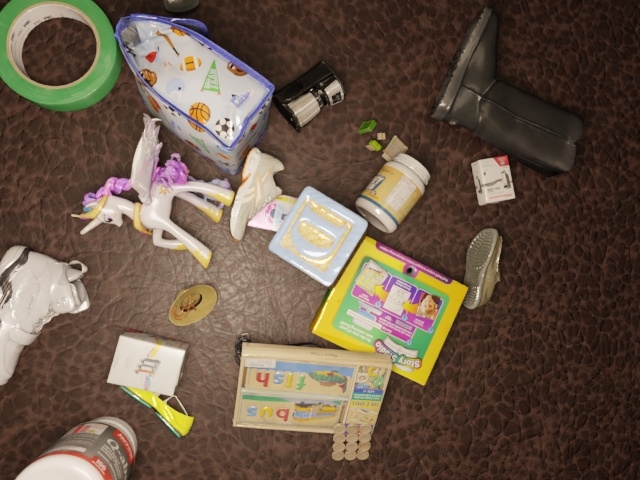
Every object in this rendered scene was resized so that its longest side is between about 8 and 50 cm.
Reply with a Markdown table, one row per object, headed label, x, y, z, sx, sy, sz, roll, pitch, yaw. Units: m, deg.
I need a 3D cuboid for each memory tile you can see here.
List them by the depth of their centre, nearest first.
| label | x | y | z | sx | sy | sz | roll | pitch | yaw |
| --- | --- | --- | --- | --- | --- | --- | --- | --- | --- |
| memory tile | 0.090 | 0.580 | 1.457 | 0.113 | 0.012 | 0.148 | 0 | 118 | -4 |

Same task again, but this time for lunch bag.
| label | x | y | z | sx | sy | sz | roll | pitch | yaw |
| --- | --- | --- | --- | --- | --- | --- | --- | --- | --- |
| lunch bag | -0.327 | -0.385 | 1.313 | 0.385 | 0.328 | 0.239 | 33 | 80 | -3 |

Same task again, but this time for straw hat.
| label | x | y | z | sx | sy | sz | roll | pitch | yaw |
| --- | --- | --- | --- | --- | --- | --- | --- | --- | --- |
| straw hat | -0.370 | 0.165 | 1.418 | 0.144 | 0.144 | 0.061 | -44 | 52 | -7 |

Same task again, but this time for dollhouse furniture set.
| label | x | y | z | sx | sy | sz | roll | pitch | yaw |
| --- | --- | --- | --- | --- | --- | --- | --- | --- | --- |
| dollhouse furniture set | 0.185 | -0.296 | 1.531 | 0.151 | 0.058 | 0.076 | 38 | 76 | -24 |

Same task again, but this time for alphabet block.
| label | x | y | z | sx | sy | sz | roll | pitch | yaw |
| --- | --- | --- | --- | --- | --- | --- | --- | --- | --- |
| alphabet block | 0.000 | 0.000 | 1.327 | 0.192 | 0.197 | 0.194 | 33 | 85 | 8 |

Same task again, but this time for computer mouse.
| label | x | y | z | sx | sy | sz | roll | pitch | yaw |
| --- | --- | --- | --- | --- | --- | --- | --- | --- | --- |
| computer mouse | -0.103 | 0.349 | 1.448 | 0.271 | 0.072 | 0.189 | -5 | 97 | 2 |

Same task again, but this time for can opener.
| label | x | y | z | sx | sy | sz | roll | pitch | yaw |
| --- | --- | --- | --- | --- | --- | --- | --- | --- | --- |
| can opener | -0.321 | -0.736 | 1.466 | 0.280 | 0.074 | 0.093 | -16 | 124 | -6 |

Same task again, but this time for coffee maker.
| label | x | y | z | sx | sy | sz | roll | pitch | yaw |
| --- | --- | --- | --- | --- | --- | --- | --- | --- | --- |
| coffee maker | -0.043 | -0.431 | 1.457 | 0.178 | 0.120 | 0.171 | -37 | 92 | -8 |

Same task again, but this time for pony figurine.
| label | x | y | z | sx | sy | sz | roll | pitch | yaw |
| --- | --- | --- | --- | --- | --- | --- | --- | --- | --- |
| pony figurine | -0.427 | -0.132 | 1.342 | 0.363 | 0.303 | 0.351 | 20 | 95 | -20 |

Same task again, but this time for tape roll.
| label | x | y | z | sx | sy | sz | roll | pitch | yaw |
| --- | --- | --- | --- | --- | --- | --- | --- | --- | --- |
| tape roll | -0.720 | -0.523 | 1.393 | 0.320 | 0.077 | 0.322 | 0 | 87 | -8 |

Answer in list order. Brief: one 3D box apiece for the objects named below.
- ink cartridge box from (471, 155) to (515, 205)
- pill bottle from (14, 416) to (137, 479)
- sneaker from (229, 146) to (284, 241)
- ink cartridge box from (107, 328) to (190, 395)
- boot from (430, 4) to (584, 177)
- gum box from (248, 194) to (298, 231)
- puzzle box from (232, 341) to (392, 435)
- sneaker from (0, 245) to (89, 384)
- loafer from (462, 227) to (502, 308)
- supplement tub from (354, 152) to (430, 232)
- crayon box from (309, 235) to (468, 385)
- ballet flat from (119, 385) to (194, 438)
| label | x | y | z | sx | sy | sz | roll | pitch | yaw |
| --- | --- | --- | --- | --- | --- | --- | --- | --- | --- |
| ink cartridge box | 0.531 | -0.184 | 1.555 | 0.099 | 0.056 | 0.136 | -11 | 89 | -9 |
| pill bottle | -0.575 | 0.565 | 1.227 | 0.210 | 0.363 | 0.211 | 0 | 88 | -7 |
| sneaker | -0.171 | -0.117 | 1.378 | 0.120 | 0.099 | 0.263 | 17 | 84 | -10 |
| ink cartridge box | -0.458 | 0.328 | 1.370 | 0.176 | 0.128 | 0.128 | 16 | 86 | -8 |
| boot | 0.602 | -0.443 | 1.528 | 0.444 | 0.146 | 0.367 | 24 | 92 | -4 |
| gum box | -0.123 | -0.077 | 1.461 | 0.188 | 0.062 | 0.107 | 12 | 87 | -7 |
| puzzle box | -0.029 | 0.417 | 1.397 | 0.408 | 0.052 | 0.272 | 6 | 118 | -8 |
| sneaker | -0.747 | 0.207 | 1.330 | 0.210 | 0.137 | 0.366 | 10 | 83 | -4 |
| loafer | 0.496 | 0.087 | 1.535 | 0.087 | 0.094 | 0.251 | 12 | 96 | -31 |
| supplement tub | 0.210 | -0.138 | 1.467 | 0.144 | 0.144 | 0.200 | 39 | 83 | -5 |
| crayon box | 0.197 | 0.197 | 1.473 | 0.362 | 0.106 | 0.313 | 27 | 86 | -5 |
| ballet flat | -0.446 | 0.448 | 1.403 | 0.231 | 0.077 | 0.077 | 44 | 62 | -7 |
